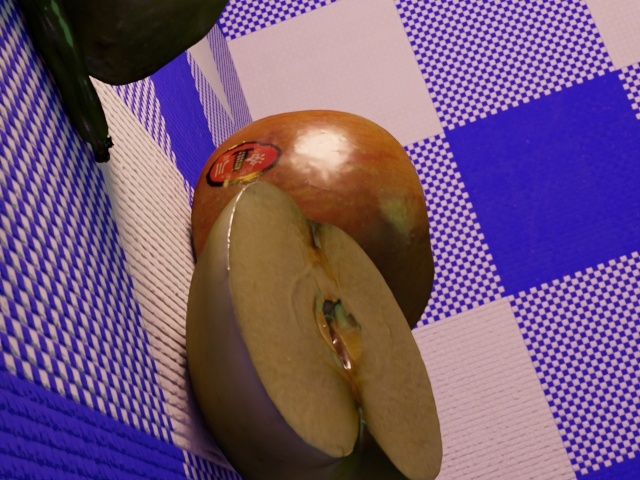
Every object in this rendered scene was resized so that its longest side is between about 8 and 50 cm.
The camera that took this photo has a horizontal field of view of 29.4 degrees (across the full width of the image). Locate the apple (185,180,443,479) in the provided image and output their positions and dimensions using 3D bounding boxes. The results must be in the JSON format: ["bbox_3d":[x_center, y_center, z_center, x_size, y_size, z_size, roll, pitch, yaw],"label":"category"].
[{"bbox_3d":[-0.004,0.124,1.427,0.320,0.312,0.360,100,-21,-53],"label":"apple"}]

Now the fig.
[{"bbox_3d":[-0.166,-0.292,1.330,0.206,0.275,0.206,-18,90,-87],"label":"fig"}]

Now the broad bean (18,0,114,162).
[{"bbox_3d":[-0.267,-0.208,1.216,0.060,0.043,0.297,-118,-172,-71],"label":"broad bean"}]

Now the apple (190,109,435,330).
[{"bbox_3d":[0.000,0.000,1.773,0.400,0.334,0.400,-14,90,-79],"label":"apple"}]
